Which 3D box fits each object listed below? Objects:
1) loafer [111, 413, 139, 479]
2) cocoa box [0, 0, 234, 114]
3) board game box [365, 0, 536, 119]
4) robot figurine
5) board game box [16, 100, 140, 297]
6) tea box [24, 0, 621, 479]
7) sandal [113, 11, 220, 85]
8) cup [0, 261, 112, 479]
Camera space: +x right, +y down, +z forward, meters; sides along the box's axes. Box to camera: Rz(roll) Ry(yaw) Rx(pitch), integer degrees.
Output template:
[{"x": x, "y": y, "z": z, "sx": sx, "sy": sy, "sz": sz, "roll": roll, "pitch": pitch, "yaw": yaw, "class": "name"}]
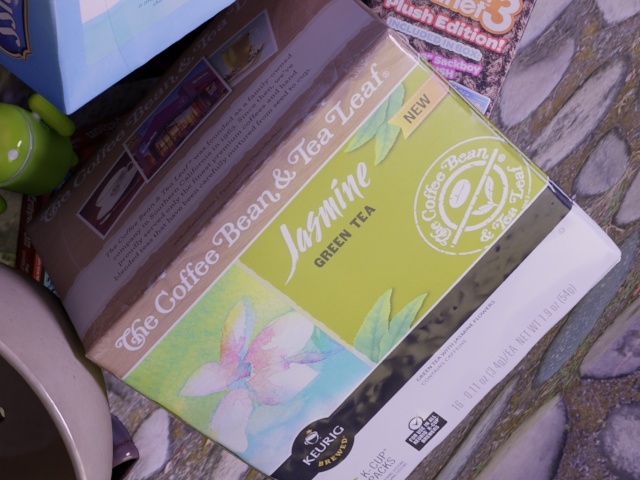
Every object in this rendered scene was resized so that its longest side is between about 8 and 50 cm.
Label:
[{"x": -0.287, "y": 0.303, "z": 1.721, "sx": 0.109, "sy": 0.095, "sz": 0.302, "roll": -5, "pitch": 129, "yaw": -58, "class": "loafer"}, {"x": -0.112, "y": -0.294, "z": 1.035, "sx": 0.347, "sy": 0.228, "sz": 0.231, "roll": -39, "pitch": 153, "yaw": -27, "class": "cocoa box"}, {"x": 0.120, "y": -0.225, "z": 1.541, "sx": 0.232, "sy": 0.141, "sz": 0.291, "roll": -70, "pitch": 180, "yaw": -54, "class": "board game box"}, {"x": -0.243, "y": -0.073, "z": 1.310, "sx": 0.101, "sy": 0.067, "sz": 0.115, "roll": -44, "pitch": 158, "yaw": 13, "class": "robot figurine"}, {"x": -0.218, "y": 0.006, "z": 1.516, "sx": 0.145, "sy": 0.027, "sz": 0.281, "roll": -32, "pitch": 149, "yaw": -40, "class": "board game box"}, {"x": 0.000, "y": 0.000, "z": 1.337, "sx": 0.329, "sy": 0.220, "sz": 0.323, "roll": -48, "pitch": 125, "yaw": 6, "class": "tea box"}, {"x": -0.076, "y": -0.185, "z": 1.400, "sx": 0.446, "sy": 0.107, "sz": 0.167, "roll": -21, "pitch": 142, "yaw": -50, "class": "sandal"}, {"x": -0.296, "y": 0.139, "z": 1.272, "sx": 0.331, "sy": 0.331, "sz": 0.237, "roll": -63, "pitch": 179, "yaw": 23, "class": "cup"}]
